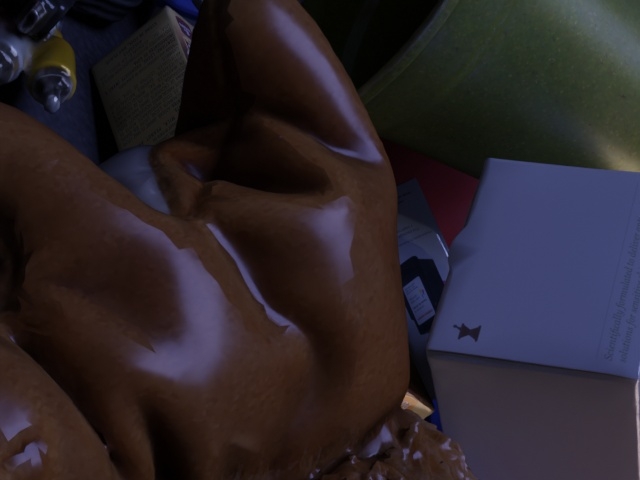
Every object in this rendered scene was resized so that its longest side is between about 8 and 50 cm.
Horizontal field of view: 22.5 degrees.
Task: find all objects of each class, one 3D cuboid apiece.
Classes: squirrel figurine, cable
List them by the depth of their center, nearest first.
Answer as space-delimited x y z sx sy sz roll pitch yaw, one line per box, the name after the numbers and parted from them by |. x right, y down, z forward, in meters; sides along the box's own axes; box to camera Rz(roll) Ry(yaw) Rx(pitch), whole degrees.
-0.100 0.116 0.767 0.397 0.281 0.370 57 30 -3 | squirrel figurine
-0.209 -0.176 1.151 0.139 0.072 0.287 41 15 -10 | cable

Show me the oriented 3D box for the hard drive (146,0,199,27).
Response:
0.009 -0.204 1.427 0.318 0.040 0.210 20 39 -16 | hard drive

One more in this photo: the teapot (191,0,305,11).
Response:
-0.127 -0.320 1.280 0.256 0.187 0.252 30 -20 30 | teapot

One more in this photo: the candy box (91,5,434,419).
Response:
-0.047 -0.005 1.167 0.183 0.087 0.316 35 23 -47 | candy box

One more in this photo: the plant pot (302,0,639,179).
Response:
0.146 -0.152 1.270 0.254 0.276 0.276 31 35 -24 | plant pot

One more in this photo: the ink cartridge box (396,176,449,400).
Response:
0.071 0.047 1.385 0.175 0.072 0.127 65 -16 1 | ink cartridge box

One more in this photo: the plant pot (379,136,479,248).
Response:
0.171 -0.054 1.566 0.275 0.243 0.275 48 26 -34 | plant pot

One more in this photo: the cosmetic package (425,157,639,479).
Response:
0.190 0.133 1.232 0.366 0.155 0.197 76 27 -48 | cosmetic package

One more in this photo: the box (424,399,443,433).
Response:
0.137 0.194 1.458 0.136 0.036 0.225 33 34 -27 | box
